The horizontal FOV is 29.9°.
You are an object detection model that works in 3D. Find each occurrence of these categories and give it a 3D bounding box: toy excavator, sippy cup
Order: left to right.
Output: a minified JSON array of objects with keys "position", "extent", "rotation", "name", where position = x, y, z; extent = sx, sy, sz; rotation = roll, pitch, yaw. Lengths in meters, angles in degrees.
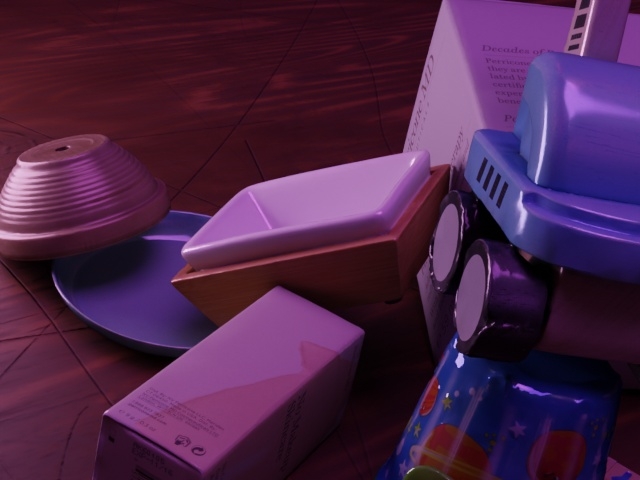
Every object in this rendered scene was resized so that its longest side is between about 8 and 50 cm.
[{"position":[0.182,0.203,1.171],"extent":[0.240,0.224,0.305],"rotation":[13,22,-6],"name":"sippy cup"},{"position":[0.263,-0.139,1.157],"extent":[0.222,0.445,0.433],"rotation":[10,19,-9],"name":"toy excavator"}]

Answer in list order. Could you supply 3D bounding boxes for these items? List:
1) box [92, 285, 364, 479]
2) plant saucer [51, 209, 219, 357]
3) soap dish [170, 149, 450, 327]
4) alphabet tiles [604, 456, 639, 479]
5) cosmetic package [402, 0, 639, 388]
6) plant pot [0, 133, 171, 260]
[{"position":[-0.089,0.184,1.235],"extent":[0.121,0.148,0.311],"rotation":[26,34,21],"name":"box"},{"position":[-0.181,0.058,1.520],"extent":[0.317,0.044,0.318],"rotation":[9,30,-6],"name":"plant saucer"},{"position":[0.000,0.000,1.423],"extent":[0.290,0.118,0.229],"rotation":[-11,20,26],"name":"soap dish"},{"position":[0.285,0.289,1.324],"extent":[0.237,0.009,0.198],"rotation":[30,35,28],"name":"alphabet tiles"},{"position":[0.307,-0.061,1.539],"extent":[0.327,0.329,0.394],"rotation":[3,42,-10],"name":"cosmetic package"},{"position":[-0.319,-0.068,1.539],"extent":[0.237,0.110,0.237],"rotation":[-10,19,4],"name":"plant pot"}]
